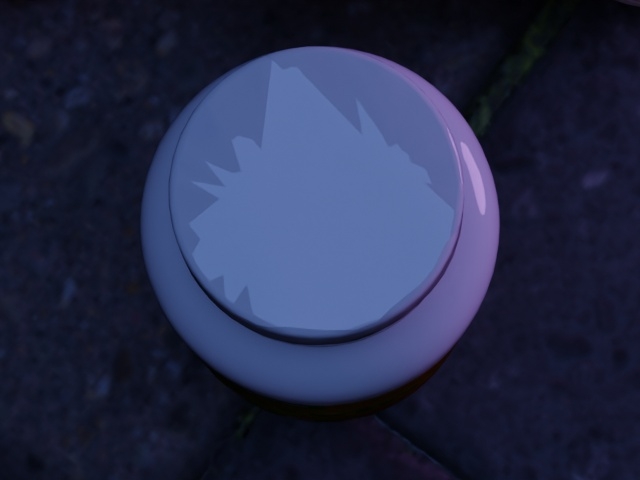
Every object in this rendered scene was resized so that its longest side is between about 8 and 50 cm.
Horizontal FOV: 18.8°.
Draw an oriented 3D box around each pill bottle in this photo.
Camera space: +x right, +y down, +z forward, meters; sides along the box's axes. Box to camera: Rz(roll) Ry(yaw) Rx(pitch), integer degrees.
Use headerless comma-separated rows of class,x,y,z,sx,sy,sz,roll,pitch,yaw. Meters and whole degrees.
pill bottle,0.000,0.000,0.770,0.136,0.245,0.136,0,82,1

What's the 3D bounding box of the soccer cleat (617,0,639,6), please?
soccer cleat,0.078,-0.151,0.795,0.318,0.116,0.108,2,90,-28
